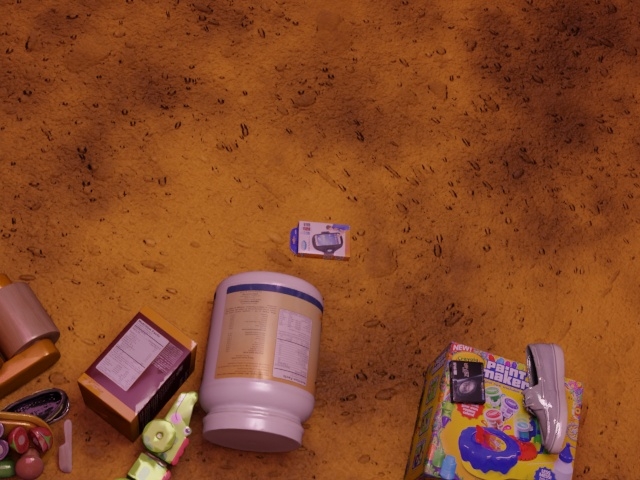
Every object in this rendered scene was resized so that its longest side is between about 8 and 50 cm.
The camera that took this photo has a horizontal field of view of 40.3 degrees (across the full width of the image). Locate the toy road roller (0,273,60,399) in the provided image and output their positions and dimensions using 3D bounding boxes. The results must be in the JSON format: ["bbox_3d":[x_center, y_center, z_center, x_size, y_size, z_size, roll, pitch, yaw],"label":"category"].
[{"bbox_3d":[-0.674,0.195,1.643,0.329,0.240,0.202,-33,76,-22],"label":"toy road roller"}]

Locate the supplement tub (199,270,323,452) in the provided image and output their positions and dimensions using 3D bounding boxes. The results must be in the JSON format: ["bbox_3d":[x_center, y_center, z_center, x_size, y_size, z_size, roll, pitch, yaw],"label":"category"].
[{"bbox_3d":[-0.117,0.243,1.733,0.228,0.228,0.316,9,65,-6],"label":"supplement tub"}]

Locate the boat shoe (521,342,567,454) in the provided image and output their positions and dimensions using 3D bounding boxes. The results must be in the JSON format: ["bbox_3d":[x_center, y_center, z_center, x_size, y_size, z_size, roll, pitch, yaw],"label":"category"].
[{"bbox_3d":[0.431,0.305,1.703,0.081,0.079,0.228,7,57,0],"label":"boat shoe"}]

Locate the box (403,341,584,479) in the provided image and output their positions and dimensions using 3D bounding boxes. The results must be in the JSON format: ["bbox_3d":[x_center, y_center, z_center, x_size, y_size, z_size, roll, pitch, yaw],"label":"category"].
[{"bbox_3d":[0.350,0.398,1.779,0.289,0.177,0.279,17,63,-3],"label":"box"}]

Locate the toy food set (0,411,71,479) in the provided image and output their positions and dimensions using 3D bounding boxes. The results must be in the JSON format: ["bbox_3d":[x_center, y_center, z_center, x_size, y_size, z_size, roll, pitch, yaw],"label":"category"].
[{"bbox_3d":[-0.566,0.391,1.616,0.217,0.071,0.128,8,106,-18],"label":"toy food set"}]

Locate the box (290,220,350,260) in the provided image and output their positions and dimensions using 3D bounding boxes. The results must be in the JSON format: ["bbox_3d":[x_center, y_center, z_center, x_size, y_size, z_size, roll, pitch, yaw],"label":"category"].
[{"bbox_3d":[0.000,0.000,1.979,0.136,0.028,0.081,5,65,-10],"label":"box"}]

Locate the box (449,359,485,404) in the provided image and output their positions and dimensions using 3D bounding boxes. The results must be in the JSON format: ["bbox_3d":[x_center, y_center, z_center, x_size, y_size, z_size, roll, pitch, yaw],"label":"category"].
[{"bbox_3d":[0.288,0.279,1.713,0.067,0.018,0.083,7,64,-9],"label":"box"}]

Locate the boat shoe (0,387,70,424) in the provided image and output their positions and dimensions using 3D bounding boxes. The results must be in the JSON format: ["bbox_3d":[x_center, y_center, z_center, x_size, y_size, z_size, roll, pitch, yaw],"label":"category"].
[{"bbox_3d":[-0.595,0.353,1.681,0.227,0.069,0.081,-30,75,-21],"label":"boat shoe"}]

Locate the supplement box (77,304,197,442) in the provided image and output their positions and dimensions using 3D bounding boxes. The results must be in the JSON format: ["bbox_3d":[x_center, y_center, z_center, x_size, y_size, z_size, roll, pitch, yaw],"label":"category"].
[{"bbox_3d":[-0.352,0.262,1.700,0.129,0.191,0.194,36,65,7],"label":"supplement box"}]

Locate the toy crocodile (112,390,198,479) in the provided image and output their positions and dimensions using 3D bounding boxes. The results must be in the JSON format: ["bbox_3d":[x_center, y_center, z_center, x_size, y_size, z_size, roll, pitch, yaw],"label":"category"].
[{"bbox_3d":[-0.326,0.440,1.668,0.105,0.115,0.341,32,66,-1],"label":"toy crocodile"}]
